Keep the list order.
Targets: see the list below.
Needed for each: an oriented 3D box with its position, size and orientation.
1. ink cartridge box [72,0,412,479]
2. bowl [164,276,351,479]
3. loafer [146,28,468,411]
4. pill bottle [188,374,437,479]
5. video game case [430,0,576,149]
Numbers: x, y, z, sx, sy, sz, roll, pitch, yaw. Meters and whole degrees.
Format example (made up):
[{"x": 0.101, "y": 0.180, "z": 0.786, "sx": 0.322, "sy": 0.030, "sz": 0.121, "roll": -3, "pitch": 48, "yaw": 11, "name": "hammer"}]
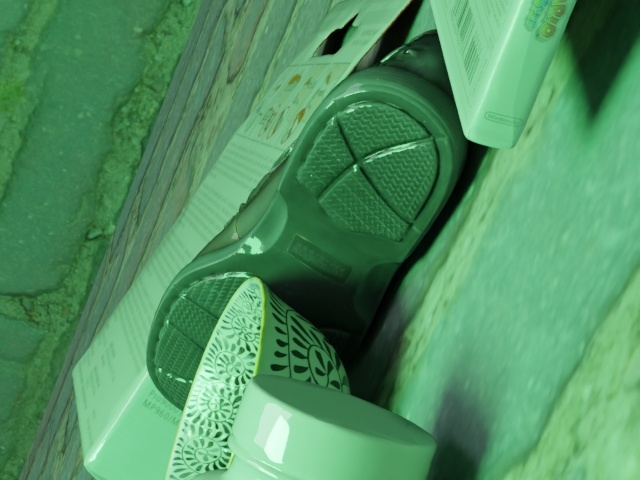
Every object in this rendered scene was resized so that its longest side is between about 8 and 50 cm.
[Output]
[{"x": -0.042, "y": -0.004, "z": 1.110, "sx": 0.385, "sy": 0.091, "sz": 0.308, "roll": -55, "pitch": 12, "yaw": -1, "name": "ink cartridge box"}, {"x": -0.024, "y": 0.111, "z": 0.787, "sx": 0.170, "sy": 0.080, "sz": 0.170, "roll": -162, "pitch": 90, "yaw": -78, "name": "bowl"}, {"x": 0.000, "y": 0.000, "z": 0.847, "sx": 0.302, "sy": 0.109, "sz": 0.095, "roll": -51, "pitch": 4, "yaw": 43, "name": "loafer"}, {"x": -0.021, "y": 0.158, "z": 0.630, "sx": 0.112, "sy": 0.112, "sz": 0.186, "roll": -142, "pitch": 70, "yaw": -77, "name": "pill bottle"}, {"x": 0.091, "y": -0.181, "z": 0.637, "sx": 0.227, "sy": 0.026, "sz": 0.206, "roll": -94, "pitch": 19, "yaw": -56, "name": "video game case"}]
